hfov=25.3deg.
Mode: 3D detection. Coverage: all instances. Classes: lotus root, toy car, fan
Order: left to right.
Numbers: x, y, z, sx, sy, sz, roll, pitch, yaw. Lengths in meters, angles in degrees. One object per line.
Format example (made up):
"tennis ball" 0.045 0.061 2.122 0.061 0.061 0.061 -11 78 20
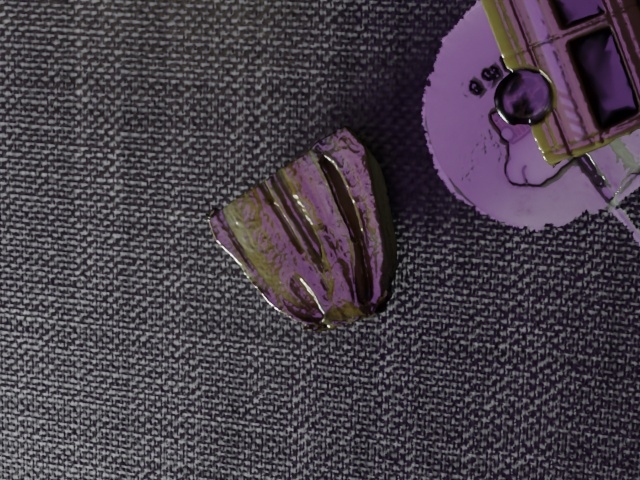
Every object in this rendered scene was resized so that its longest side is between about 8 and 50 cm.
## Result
"lotus root" 0.000 0.000 1.131 0.143 0.070 0.144 -24 88 15
"toy car" 0.162 -0.187 1.020 0.124 0.101 0.257 -20 93 16
"fan" 0.209 -0.045 1.083 0.191 0.009 0.329 -39 85 19
